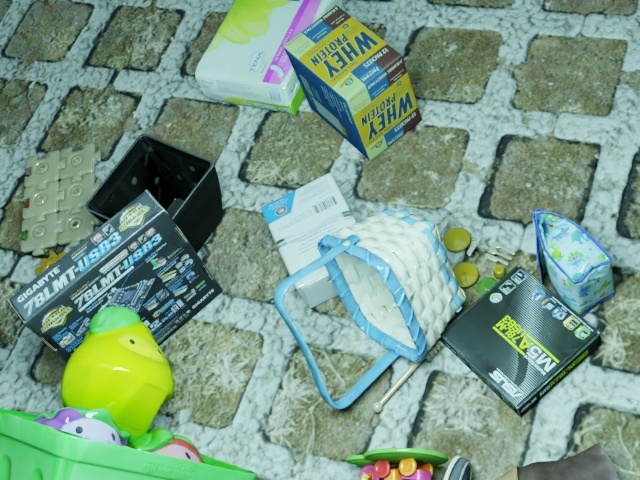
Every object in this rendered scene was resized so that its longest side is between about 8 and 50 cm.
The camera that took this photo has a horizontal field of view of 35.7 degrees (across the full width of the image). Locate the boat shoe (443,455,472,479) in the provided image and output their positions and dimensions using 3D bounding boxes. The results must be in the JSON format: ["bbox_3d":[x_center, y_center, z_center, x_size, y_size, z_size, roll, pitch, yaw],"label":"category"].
[{"bbox_3d":[0.211,0.424,1.472,0.065,0.075,0.206,0,67,29],"label":"boat shoe"}]

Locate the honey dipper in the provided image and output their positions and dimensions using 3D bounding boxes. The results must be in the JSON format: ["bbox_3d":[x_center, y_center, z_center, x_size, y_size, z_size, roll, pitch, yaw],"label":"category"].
[{"bbox_3d":[0.141,0.223,1.653,0.160,0.030,0.030,-45,56,-9],"label":"honey dipper"}]

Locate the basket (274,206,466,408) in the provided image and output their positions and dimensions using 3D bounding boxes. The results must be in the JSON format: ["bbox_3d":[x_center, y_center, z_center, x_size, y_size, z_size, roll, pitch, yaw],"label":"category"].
[{"bbox_3d":[0.079,0.104,1.620,0.289,0.254,0.201,-38,33,-26],"label":"basket"}]

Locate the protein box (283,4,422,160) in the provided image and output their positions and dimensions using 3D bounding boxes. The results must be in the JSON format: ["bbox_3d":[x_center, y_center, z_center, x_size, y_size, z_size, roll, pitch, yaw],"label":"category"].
[{"bbox_3d":[0.064,-0.300,1.904,0.136,0.199,0.201,-40,56,-8],"label":"protein box"}]

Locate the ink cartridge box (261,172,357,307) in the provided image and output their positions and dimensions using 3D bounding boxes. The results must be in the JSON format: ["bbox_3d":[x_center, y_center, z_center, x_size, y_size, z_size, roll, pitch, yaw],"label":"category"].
[{"bbox_3d":[0.000,0.000,1.805,0.148,0.086,0.203,-26,55,2],"label":"ink cartridge box"}]

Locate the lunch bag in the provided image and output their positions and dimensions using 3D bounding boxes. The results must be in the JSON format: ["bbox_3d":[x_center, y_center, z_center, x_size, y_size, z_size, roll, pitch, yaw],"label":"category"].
[{"bbox_3d":[0.401,0.031,1.628,0.096,0.129,0.151,-32,55,-4],"label":"lunch bag"}]

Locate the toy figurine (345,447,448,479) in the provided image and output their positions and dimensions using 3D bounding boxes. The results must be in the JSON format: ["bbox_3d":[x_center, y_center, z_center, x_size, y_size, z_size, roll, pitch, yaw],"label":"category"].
[{"bbox_3d":[0.109,0.407,1.510,0.173,0.130,0.159,-13,63,36],"label":"toy figurine"}]

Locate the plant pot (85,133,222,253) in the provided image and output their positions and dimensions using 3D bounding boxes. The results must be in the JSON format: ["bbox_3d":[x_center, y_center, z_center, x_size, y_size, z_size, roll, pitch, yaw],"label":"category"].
[{"bbox_3d":[-0.293,-0.061,1.890,0.188,0.167,0.187,23,69,30],"label":"plant pot"}]

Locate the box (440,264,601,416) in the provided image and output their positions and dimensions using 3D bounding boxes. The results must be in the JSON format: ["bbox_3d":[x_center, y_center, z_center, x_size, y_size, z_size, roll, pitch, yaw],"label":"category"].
[{"bbox_3d":[0.324,0.160,1.623,0.184,0.045,0.190,-38,55,-9],"label":"box"}]

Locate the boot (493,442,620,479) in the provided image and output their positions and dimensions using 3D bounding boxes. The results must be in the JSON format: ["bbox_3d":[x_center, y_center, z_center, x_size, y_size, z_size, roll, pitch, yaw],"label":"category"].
[{"bbox_3d":[0.352,0.423,1.418,0.207,0.090,0.248,-21,51,7],"label":"boot"}]

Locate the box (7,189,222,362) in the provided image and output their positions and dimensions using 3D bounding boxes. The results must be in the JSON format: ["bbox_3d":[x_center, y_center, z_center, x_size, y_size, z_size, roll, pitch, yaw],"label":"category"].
[{"bbox_3d":[-0.343,0.096,1.730,0.295,0.293,0.073,-41,55,-9],"label":"box"}]

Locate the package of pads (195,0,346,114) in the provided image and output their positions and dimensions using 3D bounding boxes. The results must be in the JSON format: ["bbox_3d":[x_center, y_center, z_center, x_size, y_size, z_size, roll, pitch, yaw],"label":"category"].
[{"bbox_3d":[-0.109,-0.417,2.096,0.229,0.101,0.296,12,63,24],"label":"package of pads"}]

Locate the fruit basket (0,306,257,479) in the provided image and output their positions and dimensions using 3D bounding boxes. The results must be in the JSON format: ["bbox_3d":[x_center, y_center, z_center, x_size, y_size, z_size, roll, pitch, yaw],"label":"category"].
[{"bbox_3d":[-0.301,0.287,1.534,0.283,0.392,0.392,4,58,46],"label":"fruit basket"}]

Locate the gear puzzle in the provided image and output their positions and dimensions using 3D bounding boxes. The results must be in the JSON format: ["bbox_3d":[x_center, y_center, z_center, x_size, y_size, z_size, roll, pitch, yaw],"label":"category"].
[{"bbox_3d":[-0.526,-0.044,2.038,0.176,0.044,0.338,-12,59,9],"label":"gear puzzle"}]

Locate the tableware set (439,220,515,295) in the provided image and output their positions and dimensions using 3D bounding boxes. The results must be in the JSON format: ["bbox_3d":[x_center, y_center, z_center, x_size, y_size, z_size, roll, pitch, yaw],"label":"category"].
[{"bbox_3d":[0.257,0.035,1.740,0.154,0.024,0.104,25,73,28],"label":"tableware set"}]
